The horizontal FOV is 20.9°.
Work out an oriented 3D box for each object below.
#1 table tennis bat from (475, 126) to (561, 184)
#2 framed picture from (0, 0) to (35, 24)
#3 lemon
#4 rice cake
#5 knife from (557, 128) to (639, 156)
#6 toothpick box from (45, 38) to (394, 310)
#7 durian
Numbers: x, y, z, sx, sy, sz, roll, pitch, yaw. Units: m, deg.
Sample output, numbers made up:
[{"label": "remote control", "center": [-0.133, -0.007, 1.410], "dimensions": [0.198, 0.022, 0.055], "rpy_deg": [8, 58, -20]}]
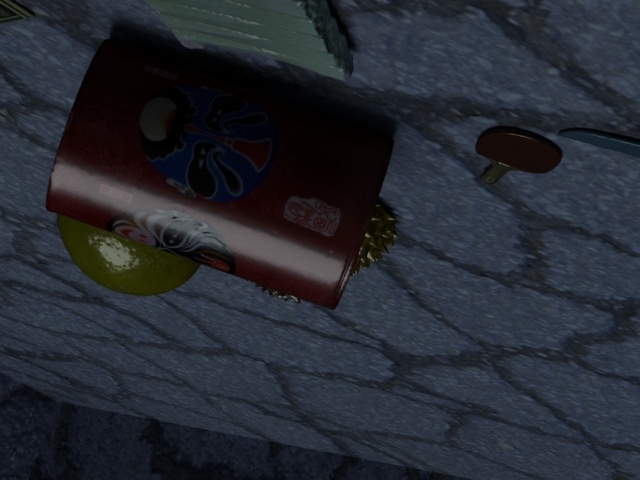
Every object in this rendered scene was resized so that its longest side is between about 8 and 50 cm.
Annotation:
[{"label": "table tennis bat", "center": [0.201, -0.087, 1.839], "dimensions": [0.087, 0.013, 0.156], "rpy_deg": [18, 162, -7]}, {"label": "framed picture", "center": [-0.420, -0.279, 1.898], "dimensions": [0.183, 0.011, 0.142], "rpy_deg": [32, 159, -37]}, {"label": "lemon", "center": [-0.246, -0.023, 2.245], "dimensions": [0.184, 0.184, 0.248], "rpy_deg": [3, 158, 44]}, {"label": "rice cake", "center": [-0.078, -0.220, 1.666], "dimensions": [0.198, 0.037, 0.189], "rpy_deg": [12, 162, 23]}, {"label": "knife", "center": [0.381, -0.072, 1.689], "dimensions": [0.313, 0.019, 0.044], "rpy_deg": [16, 166, 18]}, {"label": "toothpick box", "center": [-0.108, -0.071, 1.894], "dimensions": [0.333, 0.204, 0.204], "rpy_deg": [19, 164, -3]}, {"label": "durian", "center": [-0.009, 0.007, 2.177], "dimensions": [0.183, 0.138, 0.249], "rpy_deg": [27, 158, 1]}]
